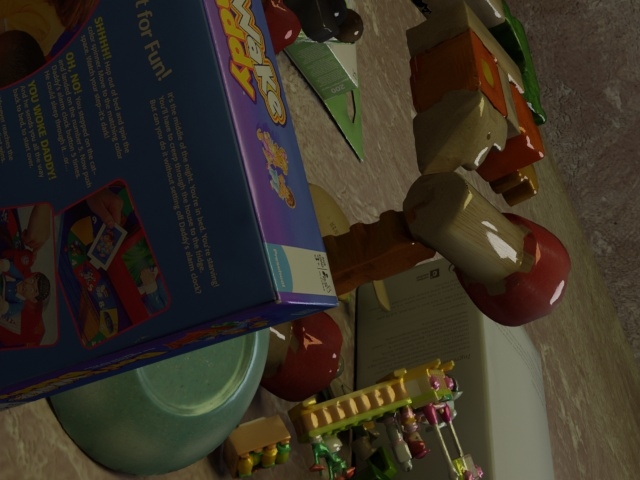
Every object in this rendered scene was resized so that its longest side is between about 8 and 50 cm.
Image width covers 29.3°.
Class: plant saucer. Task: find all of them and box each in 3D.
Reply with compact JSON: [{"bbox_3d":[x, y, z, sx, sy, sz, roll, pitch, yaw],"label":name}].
[{"bbox_3d":[-0.095,0.065,0.826,0.195,0.037,0.195,-4,95,-45],"label":"plant saucer"}]

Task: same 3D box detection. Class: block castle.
[{"bbox_3d":[0.034,-0.114,1.074,0.213,0.303,0.453,35,41,-49],"label":"block castle"}]

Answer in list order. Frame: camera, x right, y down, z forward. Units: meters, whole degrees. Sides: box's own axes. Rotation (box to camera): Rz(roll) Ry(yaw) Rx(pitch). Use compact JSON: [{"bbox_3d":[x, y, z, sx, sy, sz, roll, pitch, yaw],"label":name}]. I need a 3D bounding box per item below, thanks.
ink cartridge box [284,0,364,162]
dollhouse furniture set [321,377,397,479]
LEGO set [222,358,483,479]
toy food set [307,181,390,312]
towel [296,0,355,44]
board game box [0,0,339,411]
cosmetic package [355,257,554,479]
[{"bbox_3d":[0.020,-0.233,1.494,0.235,0.056,0.171,50,29,-41],"label":"ink cartridge box"},{"bbox_3d":[0.021,0.197,1.169,0.076,0.058,0.151,45,13,-37],"label":"dollhouse furniture set"},{"bbox_3d":[0.053,0.173,1.023,0.287,0.132,0.107,-4,71,-55],"label":"LEGO set"},{"bbox_3d":[0.000,0.000,1.277,0.192,0.038,0.132,39,31,-47],"label":"toy food set"},{"bbox_3d":[-0.029,-0.270,1.336,0.152,0.023,0.113,-5,73,-39],"label":"towel"},{"bbox_3d":[-0.148,-0.097,0.678,0.078,0.233,0.347,11,63,-67],"label":"board game box"},{"bbox_3d":[0.145,0.225,1.280,0.217,0.156,0.385,56,27,-36],"label":"cosmetic package"}]
